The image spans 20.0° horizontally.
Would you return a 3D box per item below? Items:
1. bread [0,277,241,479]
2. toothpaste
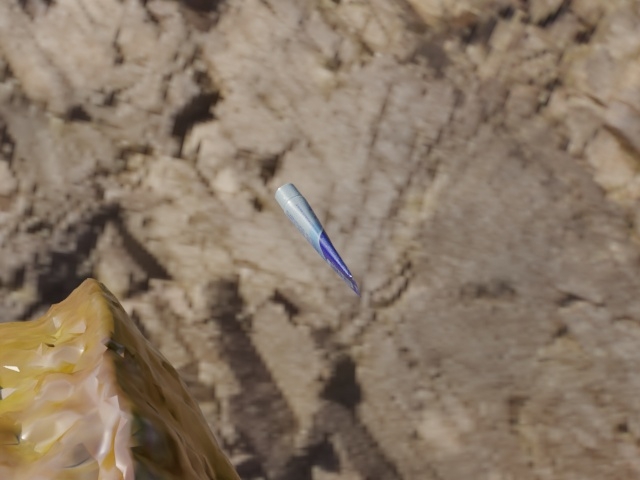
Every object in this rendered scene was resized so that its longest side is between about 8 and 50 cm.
[{"bbox_3d":[-0.105,0.165,0.457,0.312,0.172,0.312,-176,90,-73],"label":"bread"},{"bbox_3d":[0.000,0.000,1.083,0.015,0.024,0.083,-33,61,-7],"label":"toothpaste"}]
